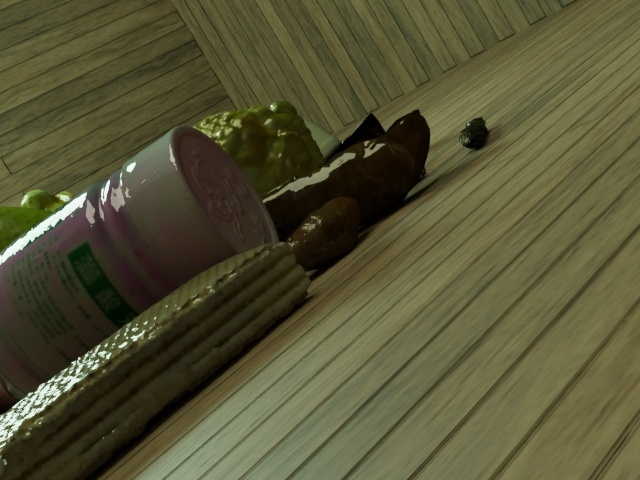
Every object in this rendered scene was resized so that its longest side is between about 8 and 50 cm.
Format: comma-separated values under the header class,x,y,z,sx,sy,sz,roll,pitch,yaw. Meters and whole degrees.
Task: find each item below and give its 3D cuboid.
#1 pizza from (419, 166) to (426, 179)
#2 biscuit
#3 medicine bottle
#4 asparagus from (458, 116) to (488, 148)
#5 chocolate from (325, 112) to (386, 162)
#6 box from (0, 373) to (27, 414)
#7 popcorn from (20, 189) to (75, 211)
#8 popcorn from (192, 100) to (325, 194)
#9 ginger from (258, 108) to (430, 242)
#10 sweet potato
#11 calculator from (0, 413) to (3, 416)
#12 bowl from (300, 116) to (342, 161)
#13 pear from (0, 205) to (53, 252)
class,x,y,z,sx,sy,sz,roll,pitch,yaw
pizza,0.070,-0.063,1.586,0.160,0.035,0.099,-30,7,7
biscuit,-0.176,0.128,1.092,0.144,0.078,0.426,-23,11,44
medicine bottle,-0.234,0.035,1.389,0.325,0.212,0.212,-33,6,16
asparagus,0.211,-0.148,1.613,0.036,0.030,0.165,-4,12,13
chocolate,0.065,-0.134,1.921,0.125,0.080,0.149,-47,2,-27
box,-0.402,0.162,1.566,0.135,0.151,0.151,-12,19,49
popcorn,-0.432,0.026,2.133,0.325,0.290,0.321,-49,7,7
popcorn,-0.099,-0.091,1.718,0.256,0.254,0.195,18,2,-43
ginger,0.012,-0.052,1.489,0.309,0.107,0.133,-31,-10,10
sweet potato,0.000,0.000,1.345,0.206,0.068,0.060,-40,-23,-43
calculator,-0.474,0.281,1.425,0.220,0.048,0.330,-32,9,-19
bowl,-0.104,-0.110,1.969,0.277,0.145,0.277,-47,2,2
pear,-0.461,0.073,1.790,0.342,0.318,0.238,-35,3,-15
